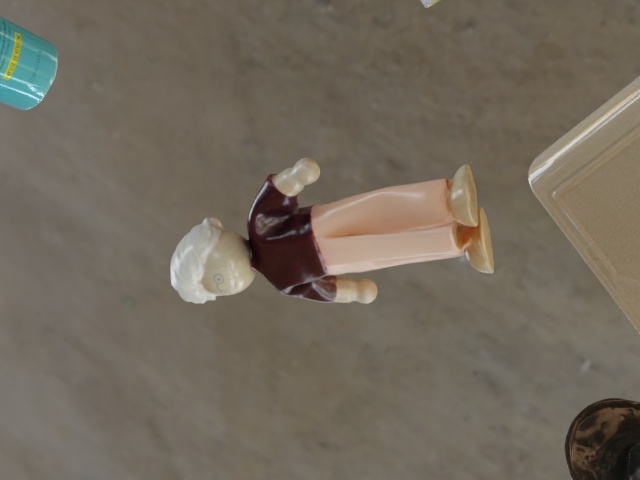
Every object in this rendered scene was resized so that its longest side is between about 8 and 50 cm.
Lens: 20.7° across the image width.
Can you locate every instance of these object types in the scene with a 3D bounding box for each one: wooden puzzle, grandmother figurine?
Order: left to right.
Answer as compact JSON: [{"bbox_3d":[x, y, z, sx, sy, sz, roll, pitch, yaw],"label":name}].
[{"bbox_3d":[0.000,0.000,1.866,0.342,0.104,0.207,-12,120,14],"label":"grandmother figurine"},{"bbox_3d":[0.307,-0.021,1.417,0.221,0.044,0.238,-40,80,40],"label":"wooden puzzle"}]

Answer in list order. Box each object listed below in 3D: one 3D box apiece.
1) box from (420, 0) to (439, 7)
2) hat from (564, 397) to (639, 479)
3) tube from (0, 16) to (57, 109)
[{"bbox_3d":[0.056,-0.311,1.453,0.232,0.058,0.087,58,170,0],"label":"box"},{"bbox_3d":[0.443,0.271,1.977,0.331,0.331,0.134,36,122,-5],"label":"hat"},{"bbox_3d":[-0.272,-0.147,1.170,0.207,0.080,0.052,22,160,-41],"label":"tube"}]
